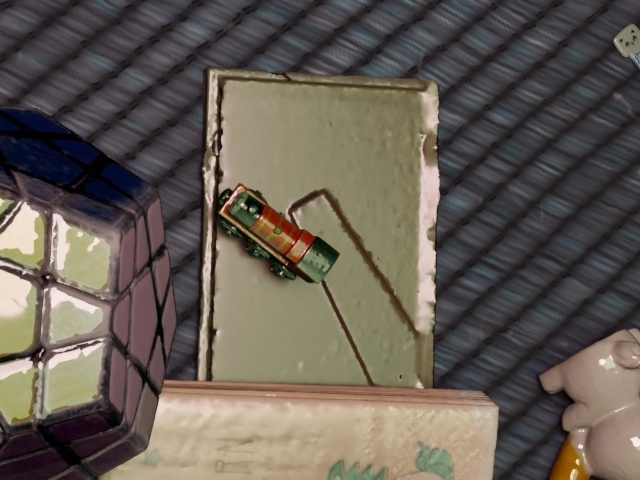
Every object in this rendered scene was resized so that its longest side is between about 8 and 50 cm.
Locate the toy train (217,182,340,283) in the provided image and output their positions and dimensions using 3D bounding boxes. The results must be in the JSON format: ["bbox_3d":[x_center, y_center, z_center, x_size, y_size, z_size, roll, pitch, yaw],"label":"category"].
[{"bbox_3d":[-0.037,-0.006,1.589,0.103,0.064,0.044,39,82,-11],"label":"toy train"}]

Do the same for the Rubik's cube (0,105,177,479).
[{"bbox_3d":[-0.253,0.052,1.444,0.319,0.319,0.264,22,110,-13],"label":"Rubik's cube"}]

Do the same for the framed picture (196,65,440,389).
[{"bbox_3d":[0.000,0.000,1.643,0.209,0.019,0.281,4,87,-15],"label":"framed picture"}]

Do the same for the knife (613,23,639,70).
[{"bbox_3d":[0.290,-0.145,1.731,0.027,0.010,0.096,-40,98,-13],"label":"knife"}]

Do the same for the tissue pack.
[{"bbox_3d":[-0.023,0.200,1.598,0.325,0.071,0.170,3,96,-14],"label":"tissue pack"}]

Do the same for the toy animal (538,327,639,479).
[{"bbox_3d":[0.260,0.171,1.657,0.131,0.127,0.181,-25,83,-21],"label":"toy animal"}]
